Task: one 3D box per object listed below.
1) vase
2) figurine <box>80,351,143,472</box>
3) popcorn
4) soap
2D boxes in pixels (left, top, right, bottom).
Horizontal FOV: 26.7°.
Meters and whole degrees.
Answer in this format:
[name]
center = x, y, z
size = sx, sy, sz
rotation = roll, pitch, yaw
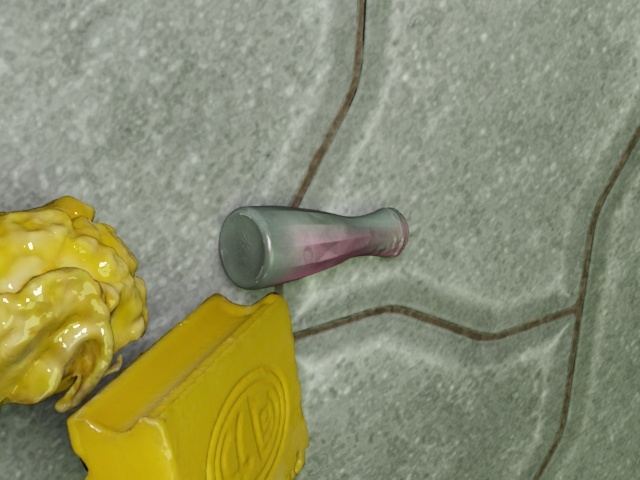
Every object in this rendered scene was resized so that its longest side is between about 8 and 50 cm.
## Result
[vase]
center = 0.000, 0.000, 1.437
size = 0.214, 0.086, 0.086
rotation = -6, 116, -41
[figurine]
center = -0.164, 0.238, 1.414
size = 0.245, 0.110, 0.138
rotation = 67, 28, -42
[popcorn]
center = -0.266, 0.064, 1.165
size = 0.250, 0.250, 0.190
rotation = -35, 94, -19
[soap]
center = -0.108, 0.190, 1.265
size = 0.324, 0.096, 0.204
rotation = -46, 130, -64
